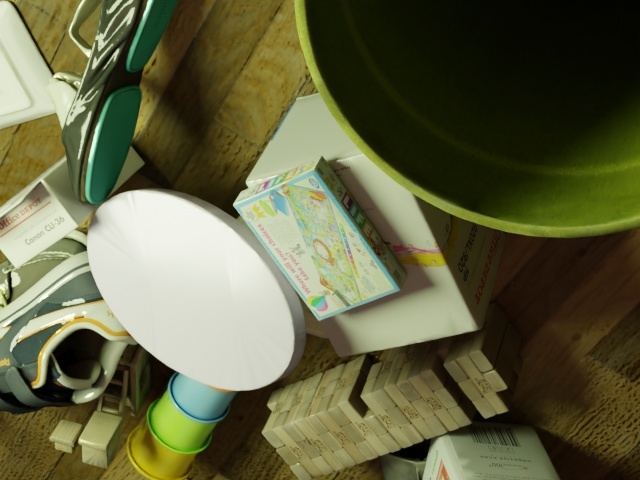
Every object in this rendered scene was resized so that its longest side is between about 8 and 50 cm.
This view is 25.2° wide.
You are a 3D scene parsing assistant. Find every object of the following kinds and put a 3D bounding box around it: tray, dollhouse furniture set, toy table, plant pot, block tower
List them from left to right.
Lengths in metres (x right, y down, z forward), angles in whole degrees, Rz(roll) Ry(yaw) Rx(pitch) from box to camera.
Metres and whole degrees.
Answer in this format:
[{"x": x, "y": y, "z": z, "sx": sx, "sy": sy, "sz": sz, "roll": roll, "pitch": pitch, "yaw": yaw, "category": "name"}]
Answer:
[{"x": -0.433, "y": -0.176, "z": 1.646, "sx": 0.270, "sy": 0.030, "sz": 0.145, "roll": -12, "pitch": 119, "yaw": 26, "category": "tray"}, {"x": -0.322, "y": 0.177, "z": 1.782, "sx": 0.182, "sy": 0.161, "sz": 0.101, "roll": 12, "pitch": 128, "yaw": 9, "category": "dollhouse furniture set"}, {"x": -0.106, "y": 0.043, "z": 1.563, "sx": 0.274, "sy": 0.161, "sz": 0.252, "roll": 45, "pitch": 114, "yaw": 14, "category": "toy table"}, {"x": 0.082, "y": 0.187, "z": 1.690, "sx": 0.335, "sy": 0.097, "sz": 0.091, "roll": -25, "pitch": 113, "yaw": 33, "category": "block tower"}, {"x": 0.205, "y": -0.253, "z": 1.154, "sx": 0.366, "sy": 0.353, "sz": 0.366, "roll": 10, "pitch": 128, "yaw": 13, "category": "plant pot"}]

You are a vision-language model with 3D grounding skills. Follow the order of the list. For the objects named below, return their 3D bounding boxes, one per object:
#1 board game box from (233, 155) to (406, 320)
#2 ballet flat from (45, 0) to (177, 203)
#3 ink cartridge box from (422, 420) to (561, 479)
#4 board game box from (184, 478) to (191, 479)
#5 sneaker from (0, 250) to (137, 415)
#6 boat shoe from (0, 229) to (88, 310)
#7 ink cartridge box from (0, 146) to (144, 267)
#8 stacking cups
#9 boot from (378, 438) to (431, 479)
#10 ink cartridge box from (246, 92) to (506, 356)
[{"x": 0.000, "y": 0.000, "z": 1.402, "sx": 0.103, "sy": 0.026, "sz": 0.154, "roll": -22, "pitch": 115, "yaw": 31, "category": "board game box"}, {"x": -0.225, "y": -0.180, "z": 1.504, "sx": 0.096, "sy": 0.095, "sz": 0.280, "roll": 26, "pitch": 104, "yaw": 17, "category": "ballet flat"}, {"x": 0.185, "y": 0.405, "z": 1.634, "sx": 0.130, "sy": 0.272, "sz": 0.309, "roll": 6, "pitch": 111, "yaw": -9, "category": "ink cartridge box"}, {"x": -0.138, "y": 0.461, "z": 1.937, "sx": 0.275, "sy": 0.142, "sz": 0.144, "roll": 31, "pitch": 129, "yaw": -5, "category": "board game box"}, {"x": -0.344, "y": 0.149, "z": 1.702, "sx": 0.321, "sy": 0.127, "sz": 0.126, "roll": -39, "pitch": 148, "yaw": 24, "category": "sneaker"}, {"x": -0.389, "y": 0.081, "z": 1.780, "sx": 0.305, "sy": 0.091, "sz": 0.109, "roll": -28, "pitch": 112, "yaw": 33, "category": "boat shoe"}, {"x": -0.293, "y": -0.043, "z": 1.582, "sx": 0.115, "sy": 0.198, "sz": 0.067, "roll": -31, "pitch": 102, "yaw": 35, "category": "ink cartridge box"}, {"x": -0.144, "y": 0.174, "z": 1.760, "sx": 0.096, "sy": 0.096, "sz": 0.316, "roll": 30, "pitch": 128, "yaw": -3, "category": "stacking cups"}, {"x": 0.164, "y": 0.336, "z": 1.794, "sx": 0.189, "sy": 0.076, "sz": 0.208, "roll": 6, "pitch": 120, "yaw": 13, "category": "boot"}, {"x": 0.066, "y": -0.029, "z": 1.486, "sx": 0.168, "sy": 0.171, "sz": 0.233, "roll": -13, "pitch": 120, "yaw": 27, "category": "ink cartridge box"}]
